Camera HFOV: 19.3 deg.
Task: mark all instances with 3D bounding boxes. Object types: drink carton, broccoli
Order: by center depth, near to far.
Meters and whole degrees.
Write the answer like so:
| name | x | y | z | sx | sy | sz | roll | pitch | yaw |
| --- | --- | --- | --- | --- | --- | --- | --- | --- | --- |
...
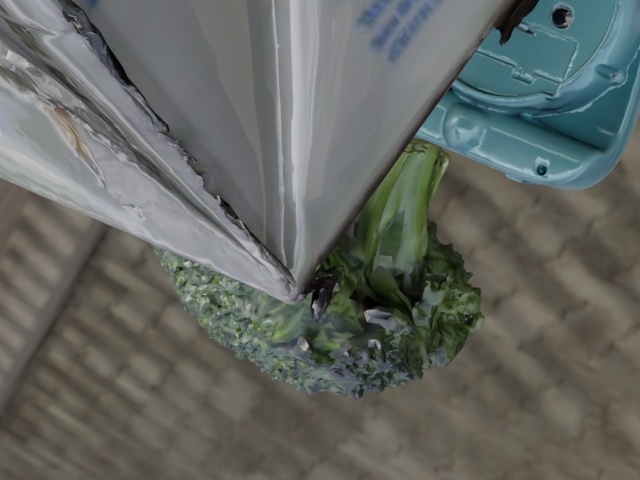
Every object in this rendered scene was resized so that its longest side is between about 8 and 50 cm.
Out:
| name | x | y | z | sx | sy | sz | roll | pitch | yaw |
| --- | --- | --- | --- | --- | --- | --- | --- | --- | --- |
| drink carton | -0.114 | -0.129 | 0.416 | 0.324 | 0.132 | 0.194 | 21 | 156 | 43 |
| broccoli | 0.000 | 0.003 | 1.166 | 0.226 | 0.198 | 0.176 | 6 | 123 | -3 |

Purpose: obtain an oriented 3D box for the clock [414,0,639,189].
| name | x | y | z | sx | sy | sz | roll | pitch | yaw |
| --- | --- | --- | --- | --- | --- | --- | --- | --- | --- |
| clock | 0.084 | -0.100 | 0.733 | 0.108 | 0.147 | 0.045 | 24 | -171 | 23 |
